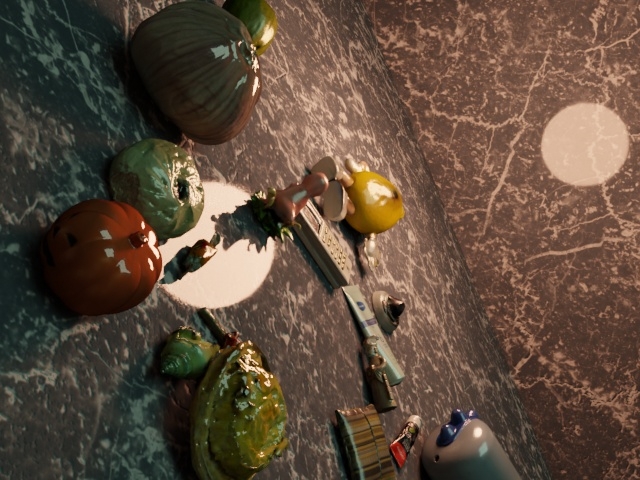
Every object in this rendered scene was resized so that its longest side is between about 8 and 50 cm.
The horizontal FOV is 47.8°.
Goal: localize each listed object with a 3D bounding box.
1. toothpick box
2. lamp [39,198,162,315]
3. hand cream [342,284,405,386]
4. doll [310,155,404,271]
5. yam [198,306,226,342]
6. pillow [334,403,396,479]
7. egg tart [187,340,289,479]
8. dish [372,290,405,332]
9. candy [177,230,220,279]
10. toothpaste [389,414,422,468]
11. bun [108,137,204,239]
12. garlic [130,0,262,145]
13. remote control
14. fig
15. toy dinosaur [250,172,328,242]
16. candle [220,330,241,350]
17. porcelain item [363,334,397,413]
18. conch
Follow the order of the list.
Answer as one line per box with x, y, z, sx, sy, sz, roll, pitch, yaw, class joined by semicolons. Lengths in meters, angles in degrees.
0.451;0.672;2.142;0.355;0.263;0.263;58;25;-17;toothpick box
-0.338;0.024;1.144;0.187;0.163;0.188;43;35;-40;lamp
0.151;0.279;2.124;0.321;0.067;0.109;64;23;12;hand cream
0.130;-0.112;2.307;0.423;0.161;0.348;49;42;-34;doll
-0.207;0.181;1.460;0.116;0.021;0.021;56;25;-21;yam
0.117;0.518;1.805;0.208;0.052;0.212;12;57;-58;pillow
-0.129;0.322;1.313;0.291;0.107;0.291;0;90;-66;egg tart
0.231;0.216;2.299;0.141;0.078;0.141;46;31;-39;dish
-0.247;0.027;1.483;0.046;0.053;0.182;54;23;-10;candy
0.243;0.567;2.052;0.071;0.045;0.193;64;29;-5;toothpaste
-0.304;-0.106;1.406;0.221;0.108;0.221;47;29;-37;bun
-0.252;-0.374;1.581;0.317;0.259;0.317;40;36;-38;garlic
0.000;0.000;2.029;0.277;0.055;0.103;57;24;-23;remote control
-0.201;-0.594;2.017;0.167;0.167;0.233;49;21;-36;fig
-0.063;-0.087;1.822;0.152;0.177;0.194;62;25;-8;toy dinosaur
-0.178;0.235;1.415;0.052;0.052;0.131;47;39;-39;candle
0.158;0.368;2.011;0.054;0.084;0.213;3;62;-32;porcelain item
-0.238;0.202;1.310;0.095;0.079;0.201;50;8;-6;conch
